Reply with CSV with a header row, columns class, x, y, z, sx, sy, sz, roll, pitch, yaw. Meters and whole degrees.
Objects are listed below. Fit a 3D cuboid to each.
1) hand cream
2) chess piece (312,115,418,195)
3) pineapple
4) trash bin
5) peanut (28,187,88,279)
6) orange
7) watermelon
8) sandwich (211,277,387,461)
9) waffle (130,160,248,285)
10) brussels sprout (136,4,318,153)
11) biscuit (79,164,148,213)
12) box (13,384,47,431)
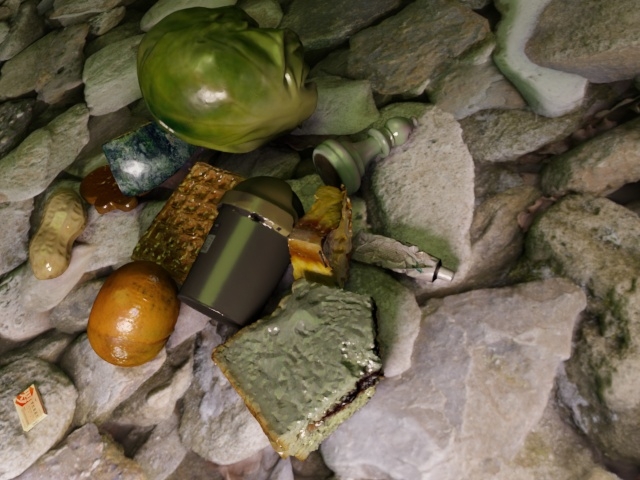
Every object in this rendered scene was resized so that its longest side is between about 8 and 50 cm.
class,x,y,z,sx,sy,sz,roll,pitch,yaw
hand cream,0.163,0.037,1.250,0.256,0.050,0.084,21,71,33
chess piece,0.125,-0.222,1.397,0.271,0.139,0.139,-32,52,-16
pineapple,0.000,0.000,1.223,0.114,0.186,0.237,8,104,17
trash bin,-0.152,0.016,1.282,0.214,0.214,0.334,15,70,28
peanut,-0.689,-0.019,1.568,0.125,0.111,0.275,-2,62,14
orange,-0.393,0.159,1.271,0.171,0.240,0.240,24,66,-3
watermelon,-0.472,-0.275,1.611,0.226,0.148,0.318,11,53,36
sandwich,-0.015,0.220,1.145,0.325,0.131,0.262,-40,53,-9
waffle,-0.296,-0.037,1.440,0.212,0.091,0.308,19,67,29
brussels sprout,-0.255,-0.383,1.447,0.425,0.343,0.361,19,39,26
biscuit,-0.572,-0.147,1.644,0.236,0.039,0.180,19,60,30
box,-0.666,0.383,1.354,0.058,0.015,0.093,-39,55,-5
